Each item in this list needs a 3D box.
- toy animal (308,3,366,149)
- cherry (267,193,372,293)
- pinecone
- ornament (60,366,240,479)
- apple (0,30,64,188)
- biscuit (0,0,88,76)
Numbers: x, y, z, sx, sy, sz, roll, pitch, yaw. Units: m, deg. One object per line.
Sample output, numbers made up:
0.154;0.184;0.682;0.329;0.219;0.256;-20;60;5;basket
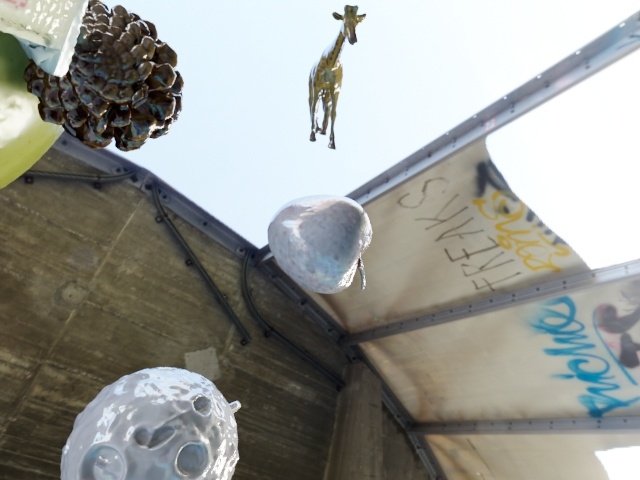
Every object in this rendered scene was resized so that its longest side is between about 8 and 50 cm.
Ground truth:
0.016;-0.263;0.657;0.054;0.275;0.149;1;-122;-12;toy animal
-0.003;0.011;1.279;0.335;0.291;0.326;2;-123;-5;cherry
-0.232;-0.177;0.462;0.174;0.174;0.173;19;-122;-34;pinecone
-0.340;0.427;0.823;0.337;0.337;0.336;19;-122;-34;ornament
-0.455;-0.209;0.461;0.360;0.320;0.311;-52;-53;-25;apple
-0.205;-0.181;0.182;0.079;0.186;0.309;29;-166;-5;biscuit
